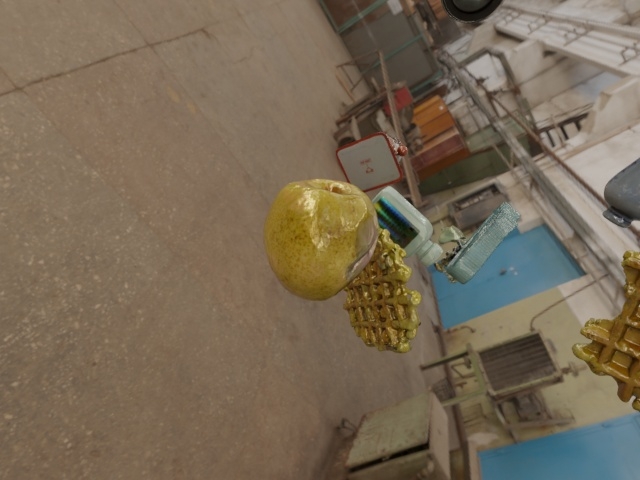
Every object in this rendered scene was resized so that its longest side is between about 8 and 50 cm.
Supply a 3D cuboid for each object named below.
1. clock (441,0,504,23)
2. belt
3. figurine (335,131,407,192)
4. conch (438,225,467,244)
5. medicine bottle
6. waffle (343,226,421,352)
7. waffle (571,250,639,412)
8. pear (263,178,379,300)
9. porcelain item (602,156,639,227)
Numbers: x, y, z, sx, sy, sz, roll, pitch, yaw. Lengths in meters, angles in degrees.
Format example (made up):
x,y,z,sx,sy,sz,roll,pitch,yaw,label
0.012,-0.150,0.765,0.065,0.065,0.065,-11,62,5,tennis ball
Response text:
x,y,z,sx,sy,sz,roll,pitch,yaw,label
0.425,-0.696,1.187,0.040,0.184,0.184,-27,89,-53,clock
0.312,0.007,0.846,0.065,0.179,0.100,43,-2,2,belt
0.195,-0.277,1.379,0.226,0.183,0.160,-43,114,-50,figurine
0.499,-0.023,1.666,0.180,0.088,0.065,-126,-149,-73,conch
0.224,-0.028,1.159,0.229,0.121,0.083,45,34,9,medicine bottle
0.106,0.100,0.821,0.280,0.060,0.262,-118,-153,-49,waffle
0.542,0.136,0.628,0.281,0.300,0.058,48,34,19,waffle
0.000,0.000,0.614,0.178,0.178,0.178,49,24,-31,pear
0.801,-0.149,1.046,0.141,0.259,0.141,20,28,-11,porcelain item
